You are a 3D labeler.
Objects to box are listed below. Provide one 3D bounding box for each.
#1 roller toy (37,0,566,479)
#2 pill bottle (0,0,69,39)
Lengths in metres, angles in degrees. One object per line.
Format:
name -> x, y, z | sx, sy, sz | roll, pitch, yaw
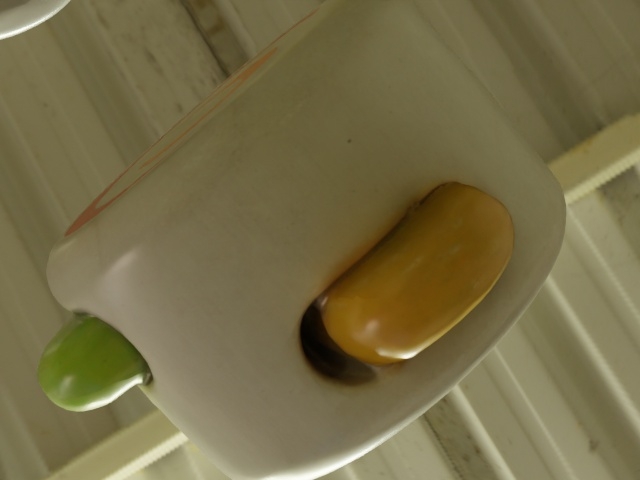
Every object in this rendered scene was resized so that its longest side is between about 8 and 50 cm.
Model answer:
roller toy -> 0.000, 0.000, 0.515 | 0.209, 0.191, 0.146 | -34, -76, 36
pill bottle -> -0.198, -0.205, 0.611 | 0.121, 0.121, 0.216 | -36, -125, 1
